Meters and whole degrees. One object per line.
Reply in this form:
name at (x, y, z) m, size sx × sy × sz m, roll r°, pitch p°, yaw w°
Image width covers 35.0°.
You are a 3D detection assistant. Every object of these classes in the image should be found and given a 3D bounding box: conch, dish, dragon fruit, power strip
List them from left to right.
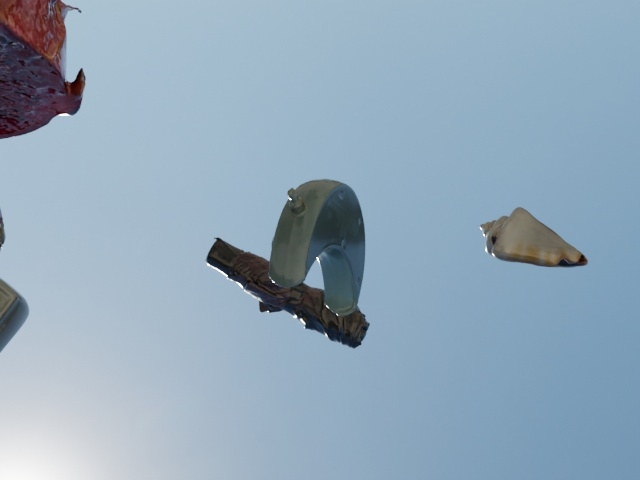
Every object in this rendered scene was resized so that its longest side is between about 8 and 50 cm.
dragon fruit at (-0.443, -0.276, 1.123) m, size 0.386 × 0.249 × 0.371 m, roll 14°, pitch 157°, yaw -22°
dish at (-0.549, 0.124, 1.556) m, size 0.151 × 0.077 × 0.212 m, roll 39°, pitch -131°, yaw -11°
power strip at (0.000, 0.000, 1.330) m, size 0.054 × 0.168 × 0.253 m, roll 4°, pitch 166°, yaw 22°
conch at (0.333, 0.012, 1.626) m, size 0.176 × 0.094 × 0.104 m, roll 40°, pitch -179°, yaw 23°

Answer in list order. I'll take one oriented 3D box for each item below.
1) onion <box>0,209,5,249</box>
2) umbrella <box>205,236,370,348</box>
onion at (-0.695, -0.016, 1.913) m, size 0.194 × 0.160 × 0.159 m, roll 0°, pitch -153°, yaw -11°
umbrella at (-0.061, 0.090, 1.807) m, size 0.326 × 0.094 × 0.090 m, roll 29°, pitch -115°, yaw 5°
